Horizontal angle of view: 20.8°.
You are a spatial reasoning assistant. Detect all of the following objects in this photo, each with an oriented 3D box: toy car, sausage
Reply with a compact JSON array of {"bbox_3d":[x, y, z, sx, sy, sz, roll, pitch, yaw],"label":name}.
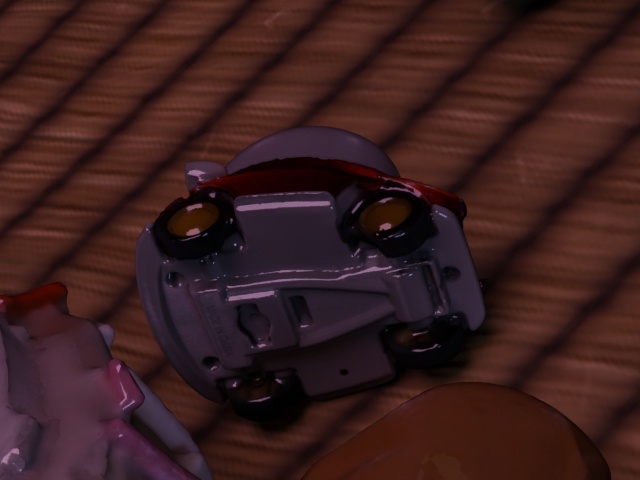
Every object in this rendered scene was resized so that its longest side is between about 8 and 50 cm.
[{"bbox_3d":[0.000,0.000,0.748,0.139,0.112,0.112,-9,36,14],"label":"toy car"},{"bbox_3d":[0.041,0.160,0.580,0.136,0.120,0.241,-8,55,21],"label":"sausage"}]

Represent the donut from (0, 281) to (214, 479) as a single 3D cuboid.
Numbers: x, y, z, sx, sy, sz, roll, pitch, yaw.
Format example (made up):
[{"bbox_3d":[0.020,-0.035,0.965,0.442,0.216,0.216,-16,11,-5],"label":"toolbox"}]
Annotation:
[{"bbox_3d":[-0.179,0.190,0.638,0.383,0.142,0.382,-33,34,25],"label":"donut"}]
